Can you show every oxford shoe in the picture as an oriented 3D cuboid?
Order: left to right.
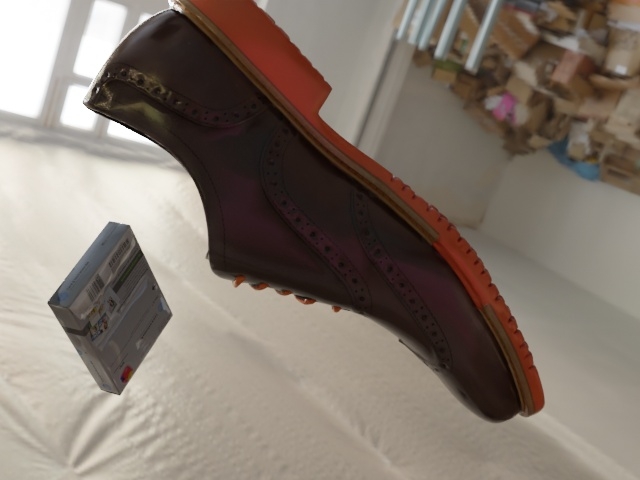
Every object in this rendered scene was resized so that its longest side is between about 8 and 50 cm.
[{"bbox_3d":[0.000,0.000,0.467,0.271,0.098,0.097,48,175,-3],"label":"oxford shoe"}]

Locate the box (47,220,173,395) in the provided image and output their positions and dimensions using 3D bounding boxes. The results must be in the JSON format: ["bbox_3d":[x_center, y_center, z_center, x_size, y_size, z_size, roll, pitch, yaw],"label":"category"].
[{"bbox_3d":[-0.269,0.090,1.236,0.038,0.186,0.145,11,-129,25],"label":"box"}]
